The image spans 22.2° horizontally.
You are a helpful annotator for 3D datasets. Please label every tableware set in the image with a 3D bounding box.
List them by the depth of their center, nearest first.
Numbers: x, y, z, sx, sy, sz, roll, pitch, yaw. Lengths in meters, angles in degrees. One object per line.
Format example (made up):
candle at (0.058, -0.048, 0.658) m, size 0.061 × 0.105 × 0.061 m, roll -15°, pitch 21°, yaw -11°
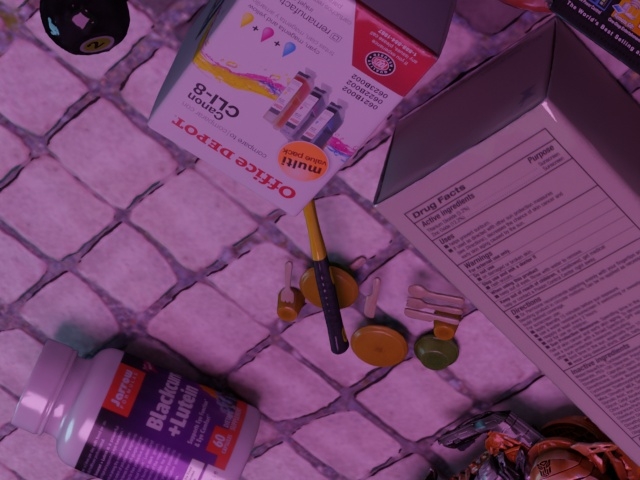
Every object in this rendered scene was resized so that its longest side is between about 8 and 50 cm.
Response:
tableware set at (0.040, 0.059, 1.317) m, size 0.154 × 0.024 × 0.104 m, roll 11°, pitch 133°, yaw 4°

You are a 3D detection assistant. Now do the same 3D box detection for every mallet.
mallet at (0.000, 0.000, 1.252) m, size 0.039 × 0.062 × 0.189 m, roll -3°, pitch 129°, yaw 15°

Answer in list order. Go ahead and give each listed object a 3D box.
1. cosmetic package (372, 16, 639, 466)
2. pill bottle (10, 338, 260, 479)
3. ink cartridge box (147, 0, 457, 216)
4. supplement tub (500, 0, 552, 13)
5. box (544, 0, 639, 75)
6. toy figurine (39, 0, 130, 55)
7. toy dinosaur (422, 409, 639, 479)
cosmetic package at (0.202, 0.010, 1.176) m, size 0.160 × 0.113 × 0.309 m, roll -31°, pitch 115°, yaw 33°
pill bottle at (-0.158, 0.156, 1.388) m, size 0.194 × 0.108 × 0.108 m, roll 23°, pitch 130°, yaw -6°
ink cartridge box at (-0.011, -0.132, 1.103) m, size 0.128 × 0.127 × 0.176 m, roll 32°, pitch 130°, yaw -13°
supplement tub at (0.151, -0.243, 0.987) m, size 0.106 × 0.106 × 0.198 m, roll 17°, pitch 130°, yaw 0°
box at (0.291, -0.146, 0.907) m, size 0.270 × 0.060 × 0.216 m, roll 42°, pitch 108°, yaw 25°
toy figurine at (-0.192, -0.243, 1.045) m, size 0.210 × 0.148 × 0.213 m, roll 18°, pitch 131°, yaw 0°
toy dinosaur at (0.212, 0.223, 1.333) m, size 0.322 × 0.164 × 0.218 m, roll -20°, pitch 107°, yaw 52°
